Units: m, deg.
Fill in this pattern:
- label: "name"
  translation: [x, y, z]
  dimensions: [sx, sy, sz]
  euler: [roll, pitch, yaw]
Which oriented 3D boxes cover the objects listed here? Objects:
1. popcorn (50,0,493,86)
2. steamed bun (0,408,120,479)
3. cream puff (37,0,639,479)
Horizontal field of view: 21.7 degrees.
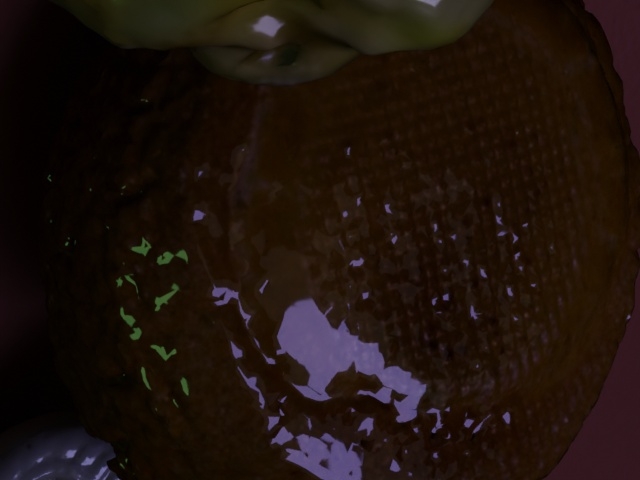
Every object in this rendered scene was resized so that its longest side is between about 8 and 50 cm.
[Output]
- label: "popcorn"
  translation: [-0.071, -0.192, 0.494]
  dimensions: [0.312, 0.312, 0.312]
  euler: [-28, 137, -30]
- label: "steamed bun"
  translation: [-0.115, 0.184, 0.868]
  dimensions: [0.218, 0.144, 0.211]
  euler: [26, 96, -21]
- label: "cream puff"
  translation: [0.000, 0.000, 0.765]
  dimensions: [0.303, 0.212, 0.303]
  euler: [2, 87, -37]
